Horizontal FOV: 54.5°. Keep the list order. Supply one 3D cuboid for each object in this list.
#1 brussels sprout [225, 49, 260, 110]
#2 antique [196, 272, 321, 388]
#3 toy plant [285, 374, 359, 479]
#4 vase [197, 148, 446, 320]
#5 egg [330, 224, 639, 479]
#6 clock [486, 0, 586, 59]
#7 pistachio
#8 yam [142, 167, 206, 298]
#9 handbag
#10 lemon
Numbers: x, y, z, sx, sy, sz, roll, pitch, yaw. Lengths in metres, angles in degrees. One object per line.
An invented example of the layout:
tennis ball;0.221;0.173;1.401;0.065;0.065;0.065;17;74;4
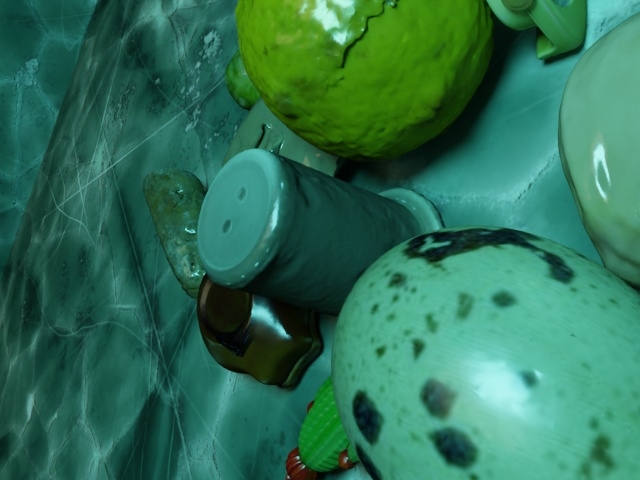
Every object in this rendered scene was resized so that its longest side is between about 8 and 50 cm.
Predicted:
brussels sprout;-0.126;-0.335;1.250;0.155;0.117;0.155;-33;49;48
antique;-0.113;0.116;1.053;0.224;0.129;0.278;-50;47;20
toy plant;0.021;0.258;0.886;0.240;0.088;0.155;-42;31;47
vase;0.000;0.000;0.850;0.245;0.291;0.245;-19;62;40
egg;0.168;0.140;0.565;0.288;0.287;0.379;-59;40;14
clock;0.243;-0.340;0.750;0.069;0.231;0.170;-10;67;45
pistachio;0.339;-0.102;0.588;0.225;0.208;0.332;7;59;6
yam;-0.278;-0.019;1.288;0.133;0.133;0.330;-46;49;26
handbag;-0.066;-0.152;1.122;0.253;0.109;0.316;-55;43;25
lemon;0.050;-0.293;0.858;0.350;0.349;0.387;-50;50;23
